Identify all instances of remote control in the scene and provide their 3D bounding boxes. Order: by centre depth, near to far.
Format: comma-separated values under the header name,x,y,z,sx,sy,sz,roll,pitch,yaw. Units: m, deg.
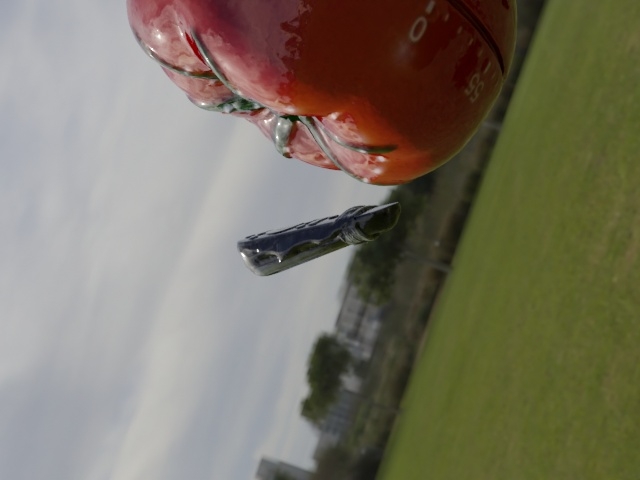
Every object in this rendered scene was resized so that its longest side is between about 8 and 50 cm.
name,x,y,z,sx,sy,sz,roll,pitch,yaw
remote control,0.000,0.000,1.646,0.090,0.266,0.066,-32,-75,-54

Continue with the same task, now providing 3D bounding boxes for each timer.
name,x,y,z,sx,sy,sz,roll,pitch,yaw
timer,0.007,-0.228,1.162,0.279,0.378,0.378,-62,-6,-9
